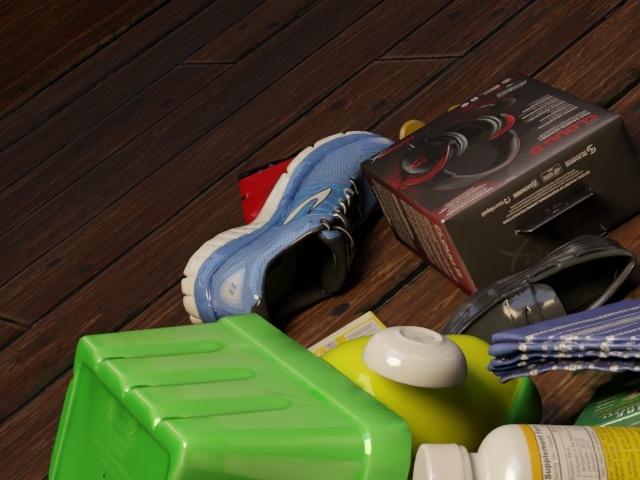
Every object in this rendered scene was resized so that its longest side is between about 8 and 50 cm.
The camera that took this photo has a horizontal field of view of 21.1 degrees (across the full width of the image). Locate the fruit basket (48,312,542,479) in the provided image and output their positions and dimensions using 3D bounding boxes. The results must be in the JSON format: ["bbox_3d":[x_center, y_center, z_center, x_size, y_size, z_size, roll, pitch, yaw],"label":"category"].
[{"bbox_3d":[-0.005,0.199,1.401,0.392,0.283,0.392,14,7,-2],"label":"fruit basket"}]

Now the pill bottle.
[{"bbox_3d":[0.171,0.187,1.193,0.208,0.118,0.117,3,22,-5],"label":"pill bottle"}]

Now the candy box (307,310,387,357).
[{"bbox_3d":[0.040,0.135,1.691,0.105,0.027,0.206,-33,22,-5],"label":"candy box"}]

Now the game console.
[{"bbox_3d":[-0.025,-0.073,2.241,0.144,0.085,0.124,-22,54,17],"label":"game console"}]

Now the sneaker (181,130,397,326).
[{"bbox_3d":[0.000,0.000,1.945,0.147,0.130,0.330,15,50,41],"label":"sneaker"}]

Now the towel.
[{"bbox_3d":[0.325,0.077,1.336,0.336,0.040,0.243,-2,6,40],"label":"towel"}]

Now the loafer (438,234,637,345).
[{"bbox_3d":[0.198,0.064,1.593,0.223,0.076,0.078,-33,14,-20],"label":"loafer"}]

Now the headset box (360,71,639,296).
[{"bbox_3d":[0.198,-0.059,1.817,0.218,0.110,0.293,-31,22,-7],"label":"headset box"}]

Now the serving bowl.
[{"bbox_3d":[0.075,0.086,1.333,0.083,0.027,0.083,10,17,-3],"label":"serving bowl"}]

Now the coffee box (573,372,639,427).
[{"bbox_3d":[0.261,0.132,1.338,0.113,0.040,0.184,-21,1,18],"label":"coffee box"}]

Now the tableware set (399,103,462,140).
[{"bbox_3d":[0.133,-0.102,2.000,0.154,0.104,0.024,-49,13,-31],"label":"tableware set"}]
